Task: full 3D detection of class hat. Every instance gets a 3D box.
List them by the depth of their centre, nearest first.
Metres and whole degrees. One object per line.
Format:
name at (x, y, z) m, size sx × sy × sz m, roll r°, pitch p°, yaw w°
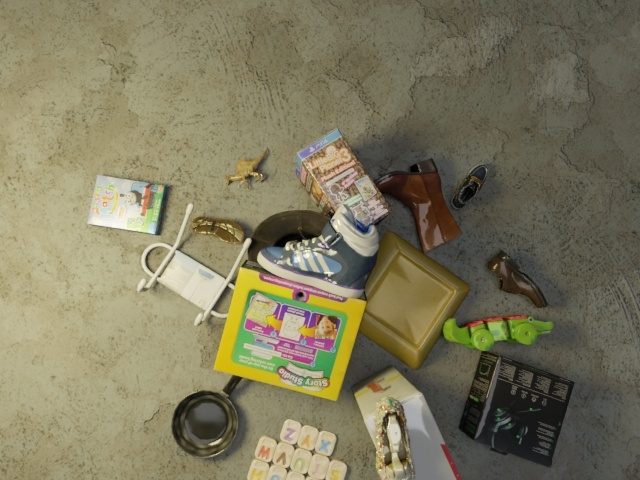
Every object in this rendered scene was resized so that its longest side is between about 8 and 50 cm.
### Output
hat at (-0.049, 0.044, 1.448) m, size 0.332 × 0.134 × 0.330 m, roll 3°, pitch 105°, yaw 12°

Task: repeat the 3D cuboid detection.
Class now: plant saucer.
plant saucer at (0.267, 0.186, 1.492) m, size 0.333 × 0.081 × 0.332 m, roll 35°, pitch 83°, yaw 1°

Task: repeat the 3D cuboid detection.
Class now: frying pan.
frying pan at (-0.332, 0.485, 1.432) m, size 0.198 × 0.053 × 0.325 m, roll 13°, pitch 83°, yaw -1°

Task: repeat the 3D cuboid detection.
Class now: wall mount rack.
wall mount rack at (-0.374, 0.077, 1.439) m, size 0.350 × 0.130 × 0.304 m, roll 31°, pitch 83°, yaw 0°

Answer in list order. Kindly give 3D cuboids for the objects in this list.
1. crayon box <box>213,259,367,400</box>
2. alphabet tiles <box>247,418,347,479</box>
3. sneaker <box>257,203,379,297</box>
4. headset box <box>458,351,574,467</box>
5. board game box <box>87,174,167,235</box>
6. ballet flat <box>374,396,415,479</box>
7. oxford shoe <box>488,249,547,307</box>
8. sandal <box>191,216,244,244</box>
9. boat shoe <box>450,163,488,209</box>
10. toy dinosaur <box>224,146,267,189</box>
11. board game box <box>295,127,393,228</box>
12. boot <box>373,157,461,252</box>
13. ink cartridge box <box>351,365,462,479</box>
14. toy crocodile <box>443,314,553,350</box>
crayon box at (-0.085, 0.256, 1.355) m, size 0.363 × 0.106 × 0.312 m, roll 16°, pitch 101°, yaw -2°
alphabet tiles at (-0.070, 0.702, 1.439) m, size 0.285 × 0.021 × 0.277 m, roll 19°, pitch 83°, yaw -2°
sneaker at (0.000, 0.000, 1.286) m, size 0.323 × 0.130 × 0.236 m, roll 19°, pitch 105°, yaw 15°
headset box at (0.590, 0.515, 1.445) m, size 0.247 × 0.131 × 0.282 m, roll 19°, pitch 82°, yaw -1°
board game box at (-0.607, -0.111, 1.494) m, size 0.212 × 0.039 × 0.160 m, roll 9°, pitch 83°, yaw -2°
ballet flat at (0.166, 0.478, 1.068) m, size 0.091 × 0.077 × 0.240 m, roll -11°, pitch 86°, yaw -1°
oxford shoe at (0.631, 0.142, 1.528) m, size 0.227 × 0.083 × 0.096 m, roll 46°, pitch 101°, yaw 3°
sandal at (-0.320, -0.032, 1.502) m, size 0.180 × 0.049 × 0.072 m, roll 13°, pitch 77°, yaw 13°
boat shoe at (0.501, -0.181, 1.546) m, size 0.065 × 0.083 × 0.183 m, roll 36°, pitch 82°, yaw 1°
toy dinosaur at (-0.223, -0.226, 1.524) m, size 0.183 × 0.053 × 0.092 m, roll -39°, pitch 85°, yaw -7°
board game box at (0.061, -0.151, 1.443) m, size 0.141 × 0.232 × 0.290 m, roll -33°, pitch 87°, yaw -7°
boot at (0.294, -0.095, 1.540) m, size 0.264 × 0.096 × 0.280 m, roll -20°, pitch 92°, yaw -13°
ink cartridge box at (0.222, 0.530, 1.296) m, size 0.161 × 0.384 × 0.279 m, roll -25°, pitch 85°, yaw -3°
toy crocodile at (0.552, 0.278, 1.479) m, size 0.341 × 0.115 × 0.105 m, roll -7°, pitch 83°, yaw -4°
